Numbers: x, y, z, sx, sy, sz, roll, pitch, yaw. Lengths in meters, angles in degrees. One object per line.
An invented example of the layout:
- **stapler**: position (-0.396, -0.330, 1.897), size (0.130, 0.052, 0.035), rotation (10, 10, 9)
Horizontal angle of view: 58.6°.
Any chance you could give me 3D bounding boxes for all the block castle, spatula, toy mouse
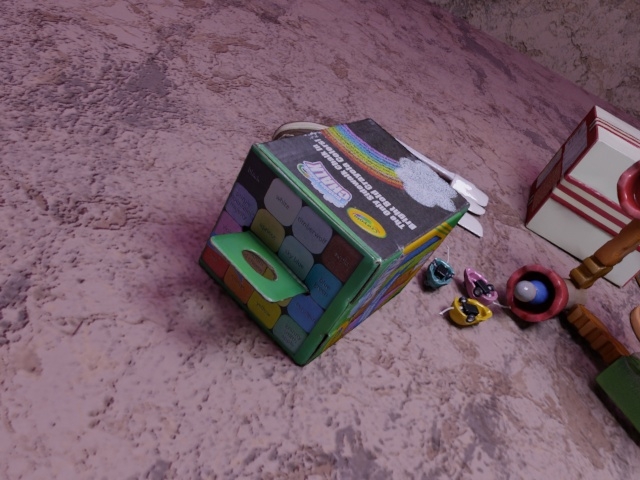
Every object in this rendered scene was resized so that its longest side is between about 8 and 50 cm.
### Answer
- **block castle**: position (0.485, 0.139, 0.716), size (0.213, 0.303, 0.453), rotation (7, 41, -45)
- **spatula**: position (0.204, -0.109, 1.060), size (0.242, 0.019, 0.168), rotation (31, 41, 0)
- **toy mouse**: position (0.200, 0.067, 0.828), size (0.161, 0.031, 0.143), rotation (10, 41, -28)

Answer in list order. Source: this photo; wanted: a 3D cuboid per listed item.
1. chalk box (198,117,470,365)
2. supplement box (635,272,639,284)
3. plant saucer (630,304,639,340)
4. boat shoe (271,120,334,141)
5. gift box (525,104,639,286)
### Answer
- **chalk box**: position (0.000, 0.000, 0.638), size (0.180, 0.179, 0.289), rotation (45, 38, 16)
- **supplement box**: position (0.764, 0.104, 1.162), size (0.234, 0.078, 0.080), rotation (24, 36, -11)
- **plant saucer**: position (0.647, 0.186, 1.011), size (0.200, 0.037, 0.200), rotation (19, 37, -16)
- **boat shoe**: position (0.045, -0.092, 0.854), size (0.258, 0.095, 0.095), rotation (22, 42, -14)
- **gift box**: position (0.596, -0.102, 1.135), size (0.258, 0.255, 0.276), rotation (33, 41, 5)
